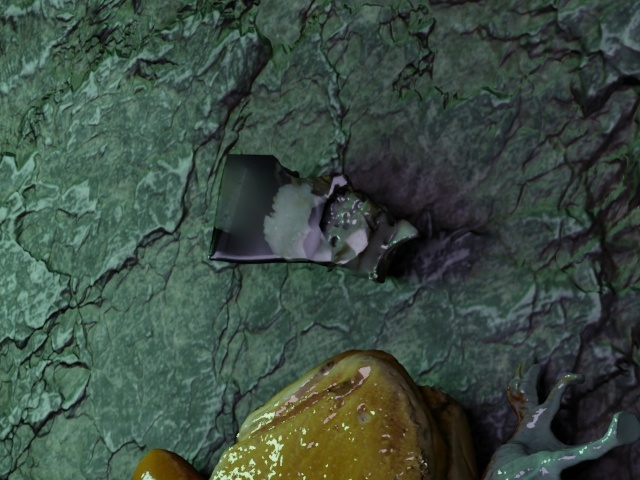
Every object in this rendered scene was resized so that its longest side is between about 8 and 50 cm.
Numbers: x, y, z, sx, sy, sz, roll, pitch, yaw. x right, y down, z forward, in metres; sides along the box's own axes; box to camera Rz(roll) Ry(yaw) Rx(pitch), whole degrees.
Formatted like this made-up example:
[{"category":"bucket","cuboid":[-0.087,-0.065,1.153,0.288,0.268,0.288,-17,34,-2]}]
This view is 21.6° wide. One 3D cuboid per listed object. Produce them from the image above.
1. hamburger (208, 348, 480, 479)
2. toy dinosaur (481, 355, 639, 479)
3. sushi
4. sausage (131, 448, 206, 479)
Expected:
[{"category":"hamburger","cuboid":[0.020,0.284,1.772,0.304,0.174,0.284,-34,41,31]},{"category":"toy dinosaur","cuboid":[0.221,0.255,1.609,0.205,0.092,0.393,-19,39,42]},{"category":"sushi","cuboid":[0.013,-0.016,1.948,0.273,0.109,0.134,7,78,28]},{"category":"sausage","cuboid":[-0.146,0.338,1.983,0.238,0.098,0.098,43,107,42]}]
